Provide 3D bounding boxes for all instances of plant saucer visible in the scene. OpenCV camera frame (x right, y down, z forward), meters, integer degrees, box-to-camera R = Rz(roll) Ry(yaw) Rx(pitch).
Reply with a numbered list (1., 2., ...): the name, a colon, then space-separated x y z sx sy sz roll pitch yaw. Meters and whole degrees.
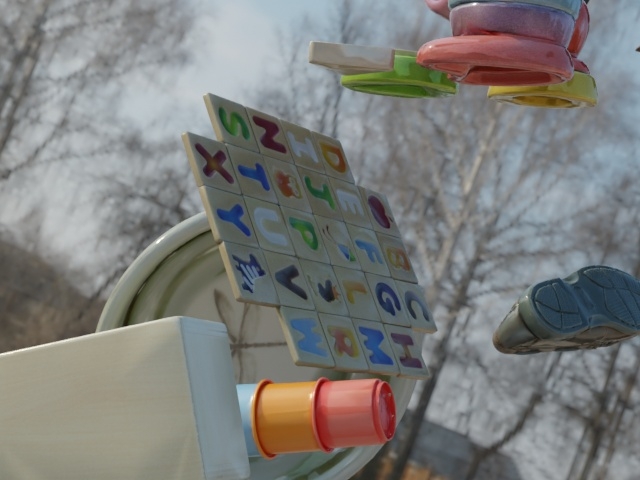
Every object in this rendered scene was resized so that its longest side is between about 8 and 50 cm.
1. plant saucer: -0.079 0.131 1.523 0.400 0.400 0.100 25 9 -23

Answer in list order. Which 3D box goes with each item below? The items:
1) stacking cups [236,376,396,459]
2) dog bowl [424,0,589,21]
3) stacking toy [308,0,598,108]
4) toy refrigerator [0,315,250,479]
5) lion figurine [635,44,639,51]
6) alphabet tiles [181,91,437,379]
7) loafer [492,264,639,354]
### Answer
1. stacking cups: -0.080 0.184 1.281 0.316 0.096 0.096 -5 -17 17
2. dog bowl: 0.251 -0.447 1.638 0.150 0.408 0.408 10 -6 -12
3. stacking toy: 0.148 -0.225 1.326 0.279 0.130 0.309 5 -1 16
4. toy refrigerator: -0.188 0.125 0.805 0.269 0.102 0.094 -13 -10 14
5. lion figurine: 0.717 -0.349 1.998 0.240 0.392 0.142 52 24 7
6. alphabet tiles: 0.000 0.000 1.248 0.011 0.285 0.342 -32 -25 26
7. loafer: 0.303 0.089 1.518 0.267 0.096 0.084 -1 -32 -46
